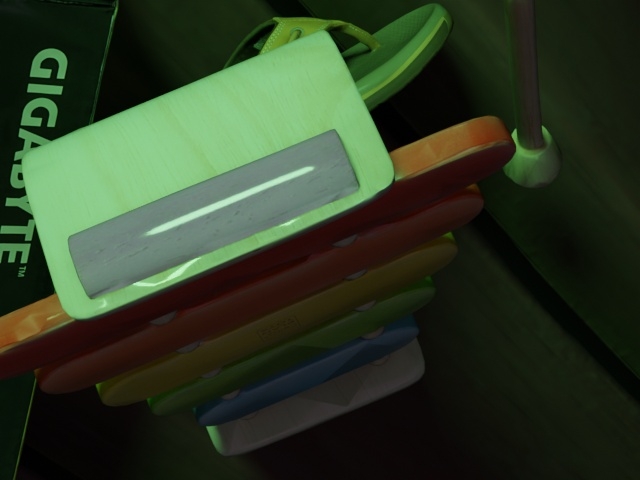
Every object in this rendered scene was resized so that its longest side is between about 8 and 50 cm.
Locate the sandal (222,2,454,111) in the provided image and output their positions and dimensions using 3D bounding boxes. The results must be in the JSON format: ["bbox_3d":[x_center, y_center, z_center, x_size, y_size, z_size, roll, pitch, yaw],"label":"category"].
[{"bbox_3d":[-0.025,-0.068,0.648,0.180,0.072,0.049,-23,109,-3],"label":"sandal"}]

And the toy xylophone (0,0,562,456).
[{"bbox_3d":[0.000,0.000,0.613,0.236,0.081,0.322,-25,162,7],"label":"toy xylophone"}]

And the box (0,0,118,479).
[{"bbox_3d":[-0.238,0.016,0.598,0.257,0.079,0.322,3,123,-25],"label":"box"}]
